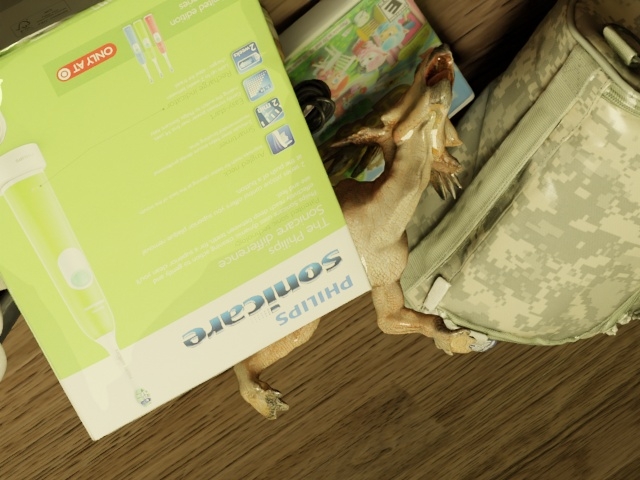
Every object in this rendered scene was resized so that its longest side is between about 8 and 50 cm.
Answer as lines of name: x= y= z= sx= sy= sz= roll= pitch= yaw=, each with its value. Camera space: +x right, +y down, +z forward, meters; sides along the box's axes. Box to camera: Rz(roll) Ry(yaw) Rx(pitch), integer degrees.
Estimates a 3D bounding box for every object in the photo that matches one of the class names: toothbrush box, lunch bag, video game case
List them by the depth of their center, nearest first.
toothbrush box: x=-0.117 y=-0.049 z=1.176 sx=0.206 sy=0.122 sz=0.283 roll=-29 pitch=128 yaw=-7
video game case: x=0.000 y=-0.088 z=1.412 sx=0.212 sy=0.023 sz=0.193 roll=-40 pitch=147 yaw=1
lunch bag: x=0.207 y=-0.062 z=1.504 sx=0.256 sy=0.212 sz=0.305 roll=-11 pitch=148 yaw=-45

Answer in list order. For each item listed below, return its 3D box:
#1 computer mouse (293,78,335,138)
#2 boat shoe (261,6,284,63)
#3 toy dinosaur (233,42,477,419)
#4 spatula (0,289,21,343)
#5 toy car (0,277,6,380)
computer mouse: x=-0.093 y=-0.074 z=1.291 sx=0.193 sy=0.042 sz=0.106 roll=3 pitch=142 yaw=-30
boat shoe: x=-0.079 y=-0.130 z=1.275 sx=0.135 sy=0.045 sz=0.050 roll=-10 pitch=146 yaw=-38
toy dinosaur: x=0.000 y=0.000 z=1.393 sx=0.295 sy=0.200 sz=0.127 roll=-24 pitch=132 yaw=24
spatula: x=-0.202 y=0.025 z=1.423 sx=0.296 sy=0.030 sz=0.084 roll=-46 pitch=153 yaw=24
toy car: x=-0.280 y=0.056 z=1.295 sx=0.136 sy=0.159 sz=0.182 roll=19 pitch=134 yaw=-13
